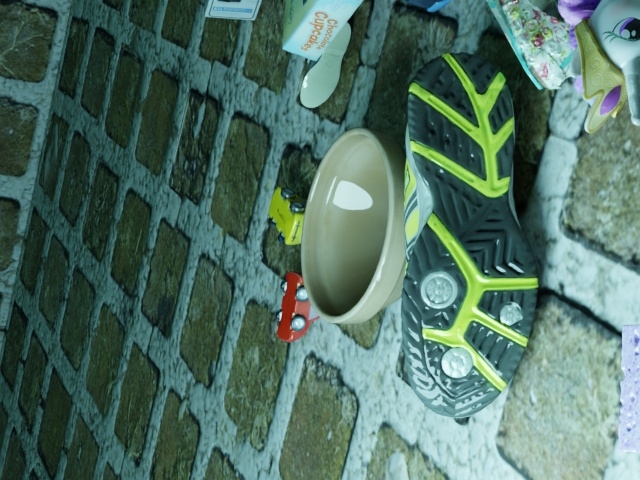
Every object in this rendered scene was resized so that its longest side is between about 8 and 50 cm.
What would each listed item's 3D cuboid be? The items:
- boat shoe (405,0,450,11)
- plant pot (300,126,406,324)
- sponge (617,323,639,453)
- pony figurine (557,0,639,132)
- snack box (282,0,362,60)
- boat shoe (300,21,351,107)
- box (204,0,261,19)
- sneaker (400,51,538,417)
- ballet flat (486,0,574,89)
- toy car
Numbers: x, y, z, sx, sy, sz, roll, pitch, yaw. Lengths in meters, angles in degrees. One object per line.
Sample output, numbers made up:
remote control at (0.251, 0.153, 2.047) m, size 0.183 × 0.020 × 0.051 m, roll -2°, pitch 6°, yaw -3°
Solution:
boat shoe at (0.126, -0.414, 1.684) m, size 0.109 × 0.089 × 0.258 m, roll -38°, pitch 48°, yaw 55°
plant pot at (0.074, -0.012, 1.643) m, size 0.237 × 0.110 × 0.237 m, roll -35°, pitch 51°, yaw 58°
sponge at (0.329, 0.127, 1.150) m, size 0.210 × 0.031 × 0.117 m, roll -10°, pitch 73°, yaw 64°
pony figurine at (0.278, -0.310, 1.176) m, size 0.363 × 0.303 × 0.351 m, roll -52°, pitch 44°, yaw 22°
snack box at (0.018, -0.432, 1.903) m, size 0.187 × 0.060 × 0.321 m, roll -47°, pitch 33°, yaw 50°
boat shoe at (0.005, -0.255, 1.938) m, size 0.043 × 0.049 × 0.137 m, roll -121°, pitch 48°, yaw -61°
box at (-0.121, -0.495, 2.162) m, size 0.290 × 0.087 × 0.169 m, roll 118°, pitch 152°, yaw -62°
sneaker at (0.159, -0.002, 1.475) m, size 0.147 × 0.145 × 0.384 m, roll 59°, pitch -146°, yaw -82°
ballet flat at (0.222, -0.249, 1.464) m, size 0.077 × 0.091 × 0.241 m, roll -37°, pitch 46°, yaw 14°
toy car at (0.000, 0.000, 1.861) m, size 0.225 × 0.053 × 0.239 m, roll -45°, pitch 44°, yaw 51°
